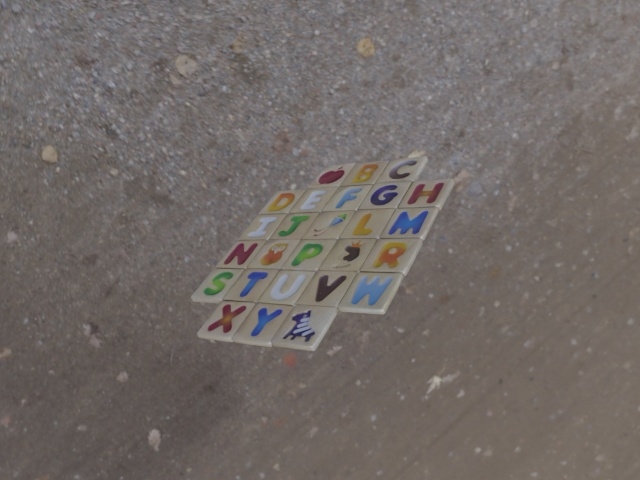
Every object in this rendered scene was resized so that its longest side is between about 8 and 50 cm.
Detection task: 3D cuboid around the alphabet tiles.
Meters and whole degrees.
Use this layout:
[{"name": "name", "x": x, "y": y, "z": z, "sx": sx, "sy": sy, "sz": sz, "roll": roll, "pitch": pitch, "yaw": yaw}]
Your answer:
[{"name": "alphabet tiles", "x": 0.000, "y": 0.000, "z": 0.774, "sx": 0.342, "sy": 0.285, "sz": 0.011, "roll": -55, "pitch": 131, "yaw": -38}]
